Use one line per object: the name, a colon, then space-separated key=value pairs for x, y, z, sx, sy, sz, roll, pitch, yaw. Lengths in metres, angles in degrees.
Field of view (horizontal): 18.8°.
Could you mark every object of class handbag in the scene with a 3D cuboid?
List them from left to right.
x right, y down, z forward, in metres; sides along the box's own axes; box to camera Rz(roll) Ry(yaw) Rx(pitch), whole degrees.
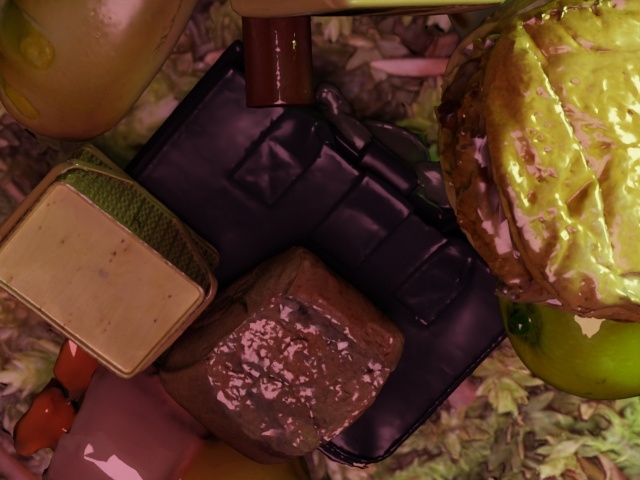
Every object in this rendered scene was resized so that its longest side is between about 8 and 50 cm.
handbag: x=0.000 y=0.000 z=1.603 sx=0.326 sy=0.118 sz=0.269 roll=38 pitch=114 yaw=-13

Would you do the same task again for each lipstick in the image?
lipstick: x=-0.039 y=-0.279 z=1.469 sx=0.057 sy=0.057 sz=0.356 roll=-2 pitch=92 yaw=2

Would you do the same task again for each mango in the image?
mango: x=0.282 y=-0.013 z=1.534 sx=0.343 sy=0.156 sz=0.192 roll=-43 pitch=118 yaw=-17

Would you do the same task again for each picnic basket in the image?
picnic basket: x=-0.171 y=0.017 z=1.527 sx=0.164 sy=0.079 sz=0.115 roll=41 pitch=112 yaw=-11

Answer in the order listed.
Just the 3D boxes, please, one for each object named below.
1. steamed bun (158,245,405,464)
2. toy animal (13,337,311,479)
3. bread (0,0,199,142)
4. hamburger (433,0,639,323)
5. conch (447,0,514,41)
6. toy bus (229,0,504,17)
steamed bun: x=-0.029 y=0.099 z=1.535 sx=0.175 sy=0.106 sz=0.145 roll=-41 pitch=105 yaw=19
toy animal: x=-0.118 y=0.194 z=1.651 sx=0.281 sy=0.169 sz=0.195 roll=28 pitch=116 yaw=-9
bread: x=-0.181 y=-0.186 z=1.512 sx=0.158 sy=0.156 sz=0.260 roll=30 pitch=108 yaw=-12
hamburger: x=0.224 y=-0.071 z=1.374 sx=0.283 sy=0.144 sz=0.259 roll=-3 pitch=89 yaw=-17
conch: x=0.179 y=-0.217 z=1.498 sx=0.183 sy=0.149 sz=0.275 roll=-17 pitch=106 yaw=-7
toy bus: x=0.023 y=-0.340 z=1.371 sx=0.202 sy=0.177 sz=0.365 roll=-9 pitch=97 yaw=-36
